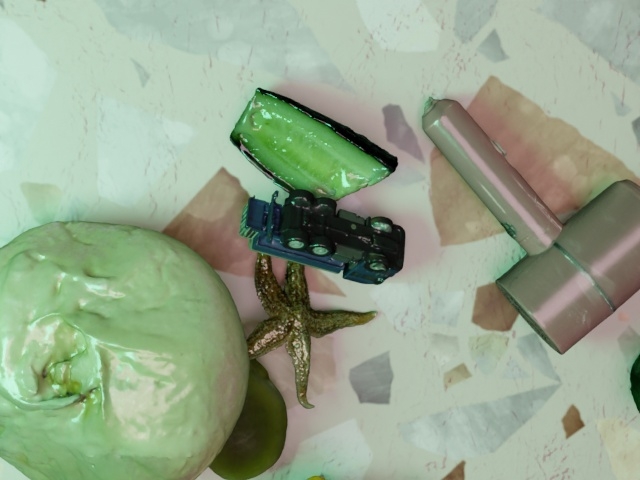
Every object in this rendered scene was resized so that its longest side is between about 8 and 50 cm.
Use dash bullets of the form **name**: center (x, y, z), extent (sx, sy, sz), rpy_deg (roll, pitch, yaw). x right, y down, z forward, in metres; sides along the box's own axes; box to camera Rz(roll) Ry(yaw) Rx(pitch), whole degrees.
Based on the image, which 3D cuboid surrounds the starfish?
- **starfish**: center (-0.027, 0.099, 1.530), extent (0.217, 0.050, 0.223), rpy_deg (-8, 89, -30)

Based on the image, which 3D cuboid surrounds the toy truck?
- **toy truck**: center (0.000, 0.000, 1.497), extent (0.202, 0.088, 0.074), rpy_deg (16, 59, -19)

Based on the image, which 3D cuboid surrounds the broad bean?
- **broad bean**: center (-0.109, 0.215, 1.551), extent (0.124, 0.082, 0.174), rpy_deg (-25, 110, 2)

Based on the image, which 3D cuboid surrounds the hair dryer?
- **hair dryer**: center (0.263, -0.056, 1.520), extent (0.210, 0.125, 0.352), rpy_deg (-41, 93, 2)

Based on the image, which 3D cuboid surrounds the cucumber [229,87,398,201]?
- **cucumber**: center (-0.009, -0.114, 1.501), extent (0.193, 0.085, 0.115), rpy_deg (29, 128, -5)

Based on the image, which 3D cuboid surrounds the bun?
- **bun**: center (-0.270, 0.148, 1.425), extent (0.361, 0.213, 0.361), rpy_deg (3, 99, 18)

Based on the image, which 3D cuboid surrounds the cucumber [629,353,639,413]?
- **cucumber**: center (0.503, 0.189, 1.567), extent (0.191, 0.130, 0.191), rpy_deg (0, 97, 0)

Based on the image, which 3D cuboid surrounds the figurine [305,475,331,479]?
- **figurine**: center (0.012, 0.431, 1.530), extent (0.320, 0.196, 0.323), rpy_deg (-41, 110, 9)
